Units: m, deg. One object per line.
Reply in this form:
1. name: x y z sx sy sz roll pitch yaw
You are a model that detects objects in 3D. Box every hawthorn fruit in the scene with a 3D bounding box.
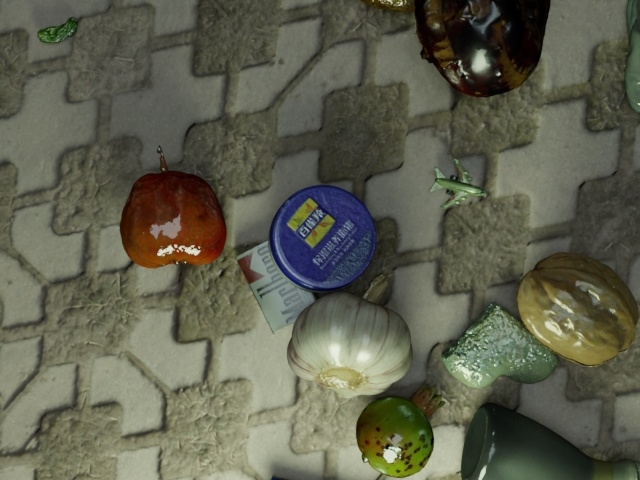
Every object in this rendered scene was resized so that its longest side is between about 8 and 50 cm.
1. hawthorn fruit: -0.293 -0.068 1.686 0.208 0.207 0.243 -8 85 4

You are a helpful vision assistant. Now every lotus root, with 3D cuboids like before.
1. lotus root: 0.150 -0.504 1.701 0.191 0.094 0.108 23 126 -1

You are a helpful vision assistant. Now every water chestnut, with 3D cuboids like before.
1. water chestnut: 0.288 -0.413 1.624 0.300 0.300 0.299 0 90 4

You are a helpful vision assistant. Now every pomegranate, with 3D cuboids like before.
1. pomegranate: 0.160 0.367 1.675 0.159 0.159 0.205 46 68 3

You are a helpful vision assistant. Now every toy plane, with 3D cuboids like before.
1. toy plane: 0.275 -0.108 1.713 0.111 0.040 0.102 16 93 3

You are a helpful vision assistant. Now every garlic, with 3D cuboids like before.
1. garlic: 0.076 0.166 1.667 0.245 0.245 0.253 19 56 4

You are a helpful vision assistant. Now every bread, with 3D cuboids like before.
1. bread: 0.358 0.206 1.696 0.232 0.064 0.172 -1 92 3

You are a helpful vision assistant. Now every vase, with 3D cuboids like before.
1. vase: 0.445 0.436 1.649 0.321 0.173 0.173 17 91 -3

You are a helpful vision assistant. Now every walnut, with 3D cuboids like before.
1. walnut: 0.489 0.128 1.626 0.245 0.198 0.198 39 93 -2

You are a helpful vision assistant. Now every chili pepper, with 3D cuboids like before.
1. chili pepper: -0.545 -0.433 1.780 0.091 0.030 0.034 -21 63 2

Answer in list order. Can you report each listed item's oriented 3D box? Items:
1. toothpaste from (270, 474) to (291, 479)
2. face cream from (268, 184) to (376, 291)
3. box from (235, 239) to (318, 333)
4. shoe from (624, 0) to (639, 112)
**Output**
1. toothpaste: 0.027 0.530 1.717 0.272 0.066 0.053 12 91 4
2. face cream: 0.000 0.000 1.683 0.206 0.111 0.205 2 81 -11
3. box: -0.084 0.087 1.742 0.115 0.036 0.177 -28 88 4
4. shoe: 0.644 -0.374 1.659 0.103 0.100 0.250 -2 87 3
